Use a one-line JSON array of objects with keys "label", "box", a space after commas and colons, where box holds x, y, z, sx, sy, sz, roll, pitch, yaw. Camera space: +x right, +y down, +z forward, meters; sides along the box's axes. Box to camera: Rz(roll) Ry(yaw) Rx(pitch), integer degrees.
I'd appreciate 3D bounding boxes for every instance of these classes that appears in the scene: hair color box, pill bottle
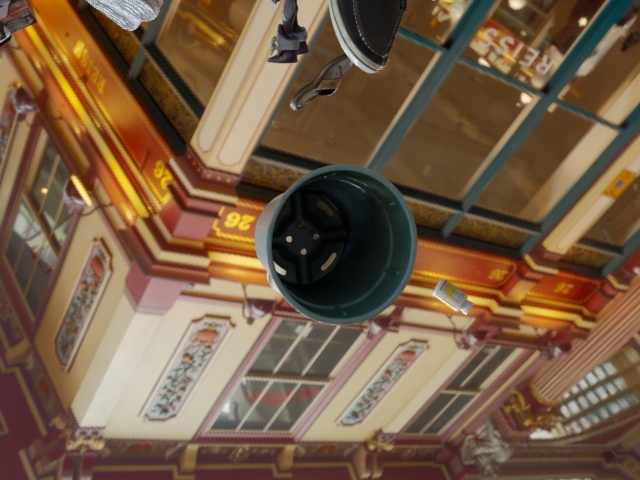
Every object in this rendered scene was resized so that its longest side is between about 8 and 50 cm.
[{"label": "hair color box", "box": [-0.857, -0.645, 1.808, 0.093, 0.053, 0.167, -28, -131, -8]}, {"label": "pill bottle", "box": [0.280, 0.120, 1.364, 0.083, 0.043, 0.043, 36, -151, 6]}]

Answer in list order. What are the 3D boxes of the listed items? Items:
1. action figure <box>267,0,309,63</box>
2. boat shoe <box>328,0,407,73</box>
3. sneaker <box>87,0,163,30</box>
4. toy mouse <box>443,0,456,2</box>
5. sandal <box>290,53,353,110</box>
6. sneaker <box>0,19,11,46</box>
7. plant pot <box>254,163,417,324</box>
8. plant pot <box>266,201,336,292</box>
[{"label": "action figure", "box": [-0.077, -0.577, 1.552, 0.099, 0.285, 0.185, 5, -146, 3]}, {"label": "boat shoe", "box": [0.139, -0.618, 1.478, 0.187, 0.156, 0.500, 24, -114, -35]}, {"label": "sneaker", "box": [-0.345, -0.462, 1.184, 0.281, 0.115, 0.105, 20, 170, 48]}, {"label": "toy mouse", "box": [0.178, -0.388, 0.895, 0.161, 0.143, 0.031, 3, -117, -6]}, {"label": "sandal", "box": [0.011, -0.431, 1.804, 0.060, 0.219, 0.090, 51, 180, 14]}, {"label": "sneaker", "box": [-0.827, -0.471, 1.573, 0.094, 0.153, 0.235, 36, -144, -55]}, {"label": "plant pot", "box": [0.000, 0.000, 1.518, 0.341, 0.341, 0.334, 22, 176, -18]}, {"label": "plant pot", "box": [-0.057, 0.030, 1.877, 0.237, 0.254, 0.237, 22, -154, -11]}]
